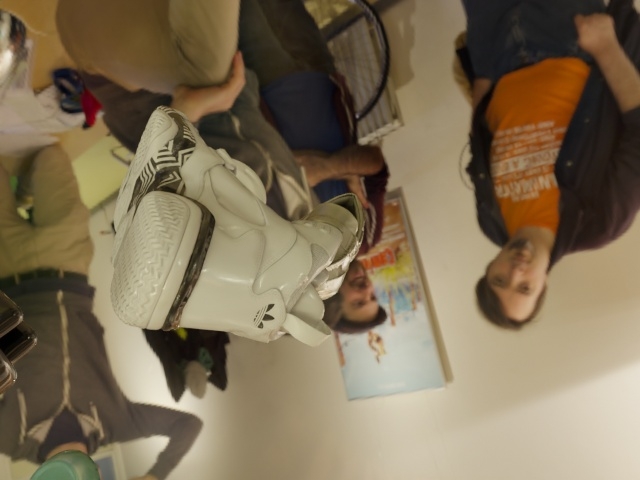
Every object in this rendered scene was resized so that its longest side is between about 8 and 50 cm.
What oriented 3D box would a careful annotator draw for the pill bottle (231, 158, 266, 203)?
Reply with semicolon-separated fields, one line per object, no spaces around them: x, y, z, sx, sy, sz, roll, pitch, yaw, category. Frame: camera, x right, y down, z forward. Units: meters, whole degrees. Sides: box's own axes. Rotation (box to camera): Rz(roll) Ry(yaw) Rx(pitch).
-0.214;-0.039;1.270;0.136;0.137;0.245;-8;159;-36;pill bottle

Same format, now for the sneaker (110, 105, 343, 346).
-0.106;-0.015;0.733;0.210;0.366;0.137;20;115;-24;sneaker

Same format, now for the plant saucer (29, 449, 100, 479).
-0.318;0.310;0.804;0.119;0.119;0.021;-17;147;18;plant saucer

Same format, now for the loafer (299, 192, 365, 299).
0.000;0.000;0.975;0.111;0.112;0.319;16;-162;8;loafer

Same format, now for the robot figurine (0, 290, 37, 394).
-0.522;0.179;0.886;0.278;0.209;0.173;-42;-159;-30;robot figurine
